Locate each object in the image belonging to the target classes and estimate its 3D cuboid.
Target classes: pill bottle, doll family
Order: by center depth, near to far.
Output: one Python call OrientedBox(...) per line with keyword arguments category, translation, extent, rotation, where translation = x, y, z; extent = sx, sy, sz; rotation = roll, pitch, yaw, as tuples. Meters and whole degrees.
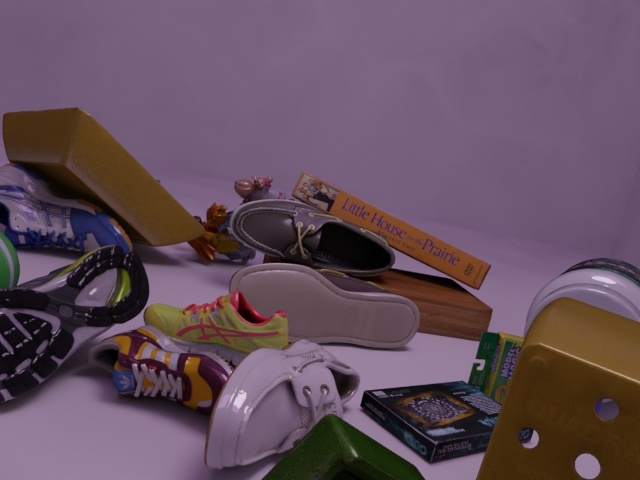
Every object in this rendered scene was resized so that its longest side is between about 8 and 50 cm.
OrientedBox(category="pill bottle", translation=(0.465, 0.142, 1.051), extent=(0.204, 0.204, 0.361), rotation=(18, 12, 26))
OrientedBox(category="doll family", translation=(-0.177, -0.024, 1.266), extent=(0.163, 0.118, 0.263), rotation=(22, -41, -39))

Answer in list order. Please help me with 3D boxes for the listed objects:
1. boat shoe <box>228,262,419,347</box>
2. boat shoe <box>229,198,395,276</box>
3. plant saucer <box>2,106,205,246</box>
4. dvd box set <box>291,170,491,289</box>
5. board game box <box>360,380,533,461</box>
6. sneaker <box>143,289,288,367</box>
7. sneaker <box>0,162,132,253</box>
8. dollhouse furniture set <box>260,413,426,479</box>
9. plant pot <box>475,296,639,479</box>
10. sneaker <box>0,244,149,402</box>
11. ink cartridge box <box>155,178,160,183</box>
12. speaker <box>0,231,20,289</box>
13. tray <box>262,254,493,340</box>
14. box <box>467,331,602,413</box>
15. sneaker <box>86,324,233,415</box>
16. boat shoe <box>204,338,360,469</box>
OrientedBox(category="boat shoe", translation=(0.000, 0.099, 0.988), extent=(0.324, 0.116, 0.097), rotation=(12, 5, -25))
OrientedBox(category="boat shoe", translation=(-0.010, -0.004, 1.124), extent=(0.305, 0.109, 0.091), rotation=(14, 5, -15))
OrientedBox(category="plant saucer", translation=(-0.428, -0.099, 1.175), extent=(0.333, 0.081, 0.333), rotation=(8, -32, 42))
OrientedBox(category="dvd box set", translation=(0.152, -0.020, 1.378), extent=(0.420, 0.062, 0.307), rotation=(27, 2, 7))
OrientedBox(category="board game box", translation=(0.159, 0.218, 0.772), extent=(0.186, 0.026, 0.126), rotation=(5, 13, -37))
OrientedBox(category="sneaker", translation=(-0.134, 0.106, 0.831), extent=(0.209, 0.094, 0.081), rotation=(13, 12, 9))
OrientedBox(category="sneaker", translation=(-0.484, -0.019, 1.112), extent=(0.296, 0.112, 0.131), rotation=(26, 48, 8))
OrientedBox(category="dollhouse furniture set", translation=(0.083, 0.263, 0.336), extent=(0.301, 0.151, 0.197), rotation=(40, 3, -30))
OrientedBox(category="plant pot", translation=(0.244, 0.175, 0.524), extent=(0.212, 0.212, 0.187), rotation=(20, 5, 36))
OrientedBox(category="sneaker", translation=(-0.320, 0.098, 0.671), extent=(0.121, 0.111, 0.300), rotation=(-21, 4, 30))
OrientedBox(category="ink cartridge box", translation=(-0.475, -0.130, 1.388), extent=(0.255, 0.188, 0.097), rotation=(12, 50, -6))
OrientedBox(category="speaker", translation=(-0.444, 0.054, 0.634), extent=(0.131, 0.131, 0.296), rotation=(14, 11, 5))
OrientedBox(category="tray", translation=(0.100, 0.099, 1.210), extent=(0.411, 0.076, 0.203), rotation=(9, 11, -13))
OrientedBox(category="box", translation=(0.300, 0.192, 0.863), extent=(0.179, 0.105, 0.043), rotation=(12, 10, 0))
OrientedBox(category="sneaker", translation=(-0.171, 0.147, 0.666), extent=(0.185, 0.069, 0.084), rotation=(13, 16, 37))
OrientedBox(category="boat shoe", translation=(-0.022, 0.164, 0.644), extent=(0.096, 0.098, 0.277), rotation=(15, 9, 18))
